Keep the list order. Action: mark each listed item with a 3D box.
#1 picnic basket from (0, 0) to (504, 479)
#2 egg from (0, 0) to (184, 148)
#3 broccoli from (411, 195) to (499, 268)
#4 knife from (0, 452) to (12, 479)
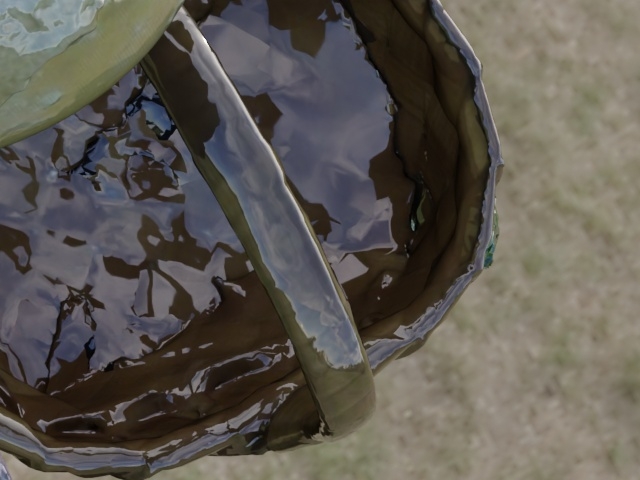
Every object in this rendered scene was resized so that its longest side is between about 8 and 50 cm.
[{"bbox_3d":[-0.058,-0.023,0.944,0.337,0.337,0.293,-41,109,-50],"label":"picnic basket"},{"bbox_3d":[-0.134,-0.109,0.660,0.201,0.164,0.164,-31,87,-7],"label":"egg"},{"bbox_3d":[0.000,0.000,1.418,0.270,0.270,0.270,-3,109,-46],"label":"broccoli"},{"bbox_3d":[-0.291,0.001,1.251,0.038,0.132,0.399,-23,90,-21],"label":"knife"}]
